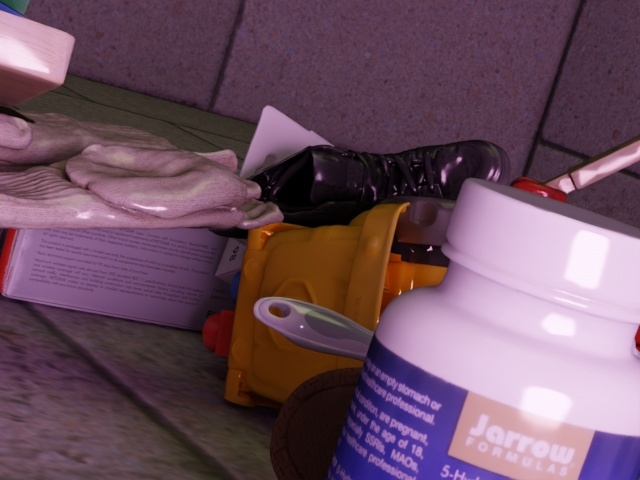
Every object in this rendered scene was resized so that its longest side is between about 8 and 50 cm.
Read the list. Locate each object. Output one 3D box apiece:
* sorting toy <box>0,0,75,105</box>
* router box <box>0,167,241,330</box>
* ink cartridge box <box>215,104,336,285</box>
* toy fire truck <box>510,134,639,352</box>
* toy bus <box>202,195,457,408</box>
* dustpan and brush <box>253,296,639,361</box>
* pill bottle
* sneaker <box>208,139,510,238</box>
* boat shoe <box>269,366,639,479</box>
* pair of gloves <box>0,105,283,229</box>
[{"bbox_3d":[-0.255,-0.151,0.799,0.257,0.089,0.255,17,-2,-16],"label":"sorting toy"},{"bbox_3d":[-0.138,-0.014,1.212,0.335,0.082,0.301,12,9,-37],"label":"router box"},{"bbox_3d":[0.000,0.000,1.083,0.180,0.104,0.060,34,-30,-28],"label":"ink cartridge box"},{"bbox_3d":[0.186,0.012,1.144,0.159,0.246,0.217,15,8,-15],"label":"toy fire truck"},{"bbox_3d":[0.042,0.058,0.970,0.211,0.149,0.220,2,-7,45],"label":"toy bus"},{"bbox_3d":[0.065,0.074,0.808,0.211,0.147,0.060,16,-31,-1],"label":"dustpan and brush"},{"bbox_3d":[0.064,0.077,0.605,0.112,0.186,0.112,17,7,-2],"label":"pill bottle"},{"bbox_3d":[0.023,-0.031,0.974,0.170,0.051,0.089,-17,-22,29],"label":"sneaker"},{"bbox_3d":[0.095,0.135,0.716,0.257,0.095,0.095,21,-16,32],"label":"boat shoe"},{"bbox_3d":[-0.148,-0.049,0.925,0.204,0.042,0.240,1,15,-29],"label":"pair of gloves"}]
